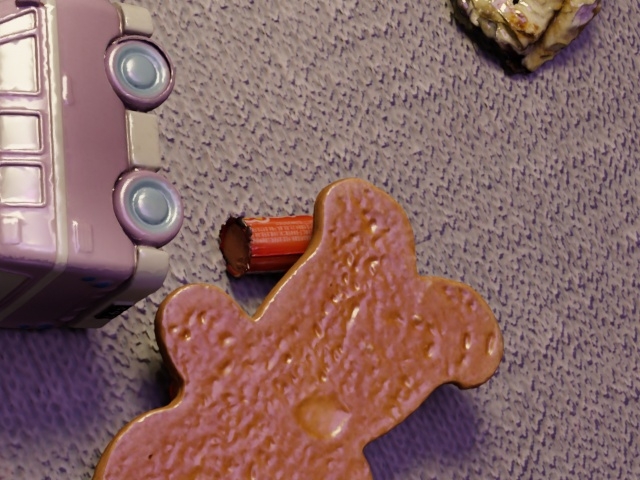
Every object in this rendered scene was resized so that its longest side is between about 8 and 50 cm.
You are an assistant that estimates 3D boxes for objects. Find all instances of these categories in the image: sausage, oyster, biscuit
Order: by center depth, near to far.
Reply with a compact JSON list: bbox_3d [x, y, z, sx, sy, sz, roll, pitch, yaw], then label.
[{"bbox_3d":[-0.029,0.104,1.103,0.205,0.049,0.324,49,63,-11],"label":"biscuit"},{"bbox_3d":[0.000,0.000,1.181,0.145,0.050,0.048,-3,30,-31],"label":"sausage"},{"bbox_3d":[0.173,-0.243,1.368,0.163,0.081,0.191,-14,74,-29],"label":"oyster"}]

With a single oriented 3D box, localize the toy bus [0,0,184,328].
[{"bbox_3d":[-0.178,-0.054,1.041,0.142,0.142,0.202,5,68,-29],"label":"toy bus"}]
